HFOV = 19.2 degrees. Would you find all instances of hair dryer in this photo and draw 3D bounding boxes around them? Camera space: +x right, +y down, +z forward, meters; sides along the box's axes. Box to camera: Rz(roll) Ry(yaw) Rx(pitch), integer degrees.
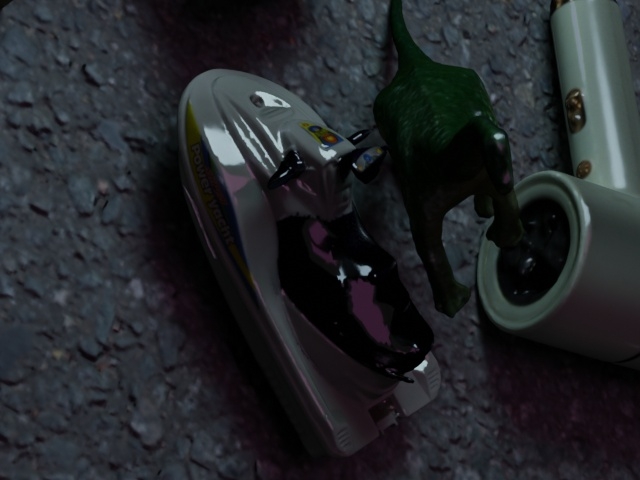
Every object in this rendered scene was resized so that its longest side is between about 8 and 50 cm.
[{"bbox_3d":[0.224,-0.070,1.502,0.203,0.128,0.362,16,54,-31],"label":"hair dryer"}]

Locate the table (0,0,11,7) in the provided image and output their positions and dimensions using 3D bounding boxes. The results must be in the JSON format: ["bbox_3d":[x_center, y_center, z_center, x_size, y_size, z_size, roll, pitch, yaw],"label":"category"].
[{"bbox_3d":[-0.228,-0.207,1.234,0.079,0.062,0.083,9,65,-36],"label":"table"}]

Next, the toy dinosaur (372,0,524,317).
[{"bbox_3d":[0.070,-0.101,1.261,0.301,0.087,0.447,68,2,-48],"label":"toy dinosaur"}]

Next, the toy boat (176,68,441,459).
[{"bbox_3d":[-0.002,0.007,1.273,0.141,0.141,0.269,-26,102,-42],"label":"toy boat"}]
